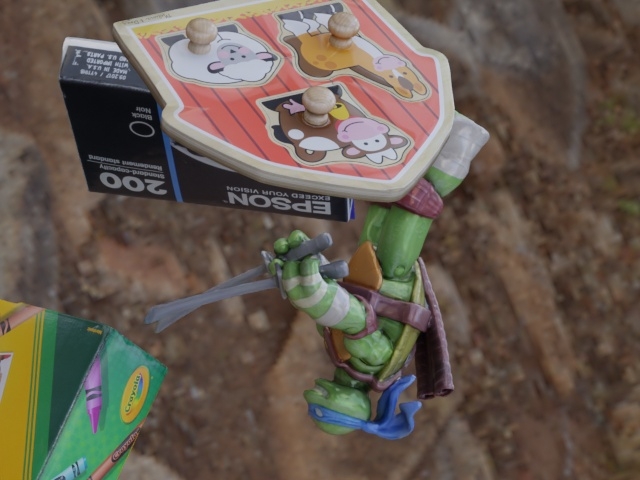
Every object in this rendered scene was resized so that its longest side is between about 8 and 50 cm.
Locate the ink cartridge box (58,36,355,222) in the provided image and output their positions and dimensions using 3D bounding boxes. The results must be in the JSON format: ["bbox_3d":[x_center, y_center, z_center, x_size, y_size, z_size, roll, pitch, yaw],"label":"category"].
[{"bbox_3d":[-0.077,-0.064,1.281,0.208,0.206,0.045,84,15,-62],"label":"ink cartridge box"}]

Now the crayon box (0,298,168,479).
[{"bbox_3d":[-0.269,0.130,1.334,0.081,0.278,0.165,43,65,-48],"label":"crayon box"}]

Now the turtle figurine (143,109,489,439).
[{"bbox_3d":[0.000,0.000,1.376,0.266,0.274,0.198,-62,158,-5],"label":"turtle figurine"}]

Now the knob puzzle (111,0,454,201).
[{"bbox_3d":[-0.004,-0.093,1.013,0.213,0.213,0.030,-76,179,-49],"label":"knob puzzle"}]
